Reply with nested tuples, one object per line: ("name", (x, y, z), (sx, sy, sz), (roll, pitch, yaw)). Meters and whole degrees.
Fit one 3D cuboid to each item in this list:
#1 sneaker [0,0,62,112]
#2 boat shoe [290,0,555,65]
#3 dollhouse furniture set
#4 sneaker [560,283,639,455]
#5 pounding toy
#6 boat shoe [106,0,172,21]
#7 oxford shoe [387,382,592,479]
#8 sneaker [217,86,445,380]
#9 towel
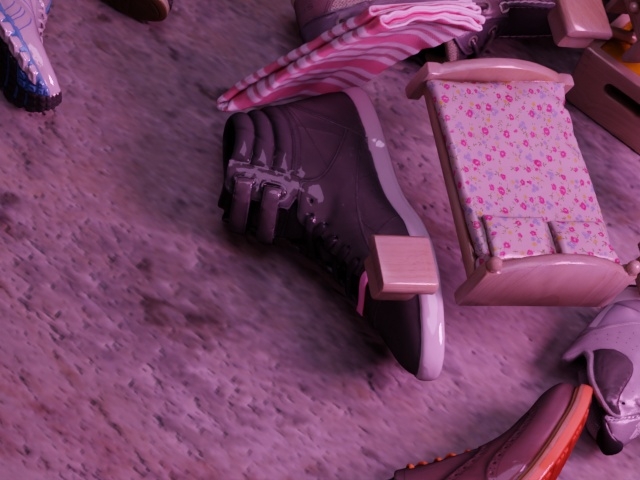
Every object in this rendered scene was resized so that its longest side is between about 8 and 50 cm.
("sneaker", (-0.259, -0.192, 1.386), (0.083, 0.071, 0.190), (-20, 62, -31))
("boat shoe", (0.112, -0.198, 1.463), (0.285, 0.103, 0.092), (2, 69, -16))
("dollhouse furniture set", (0.198, -0.121, 1.250), (0.356, 0.174, 0.303), (0, 62, -26))
("sneaker", (0.287, 0.144, 1.276), (0.229, 0.086, 0.132), (37, 60, 26))
("pounding toy", (0.291, -0.163, 1.473), (0.141, 0.100, 0.130), (39, 56, 15))
("boat shoe", (-0.192, -0.251, 1.449), (0.152, 0.056, 0.049), (32, 60, 10))
("oxford shoe", (0.106, 0.183, 1.192), (0.098, 0.097, 0.271), (36, 55, 19))
("sneaker", (0.000, 0.000, 1.294), (0.147, 0.104, 0.295), (-8, 52, -16))
("towel", (0.023, -0.148, 1.330), (0.144, 0.197, 0.029), (-13, 81, -48))
